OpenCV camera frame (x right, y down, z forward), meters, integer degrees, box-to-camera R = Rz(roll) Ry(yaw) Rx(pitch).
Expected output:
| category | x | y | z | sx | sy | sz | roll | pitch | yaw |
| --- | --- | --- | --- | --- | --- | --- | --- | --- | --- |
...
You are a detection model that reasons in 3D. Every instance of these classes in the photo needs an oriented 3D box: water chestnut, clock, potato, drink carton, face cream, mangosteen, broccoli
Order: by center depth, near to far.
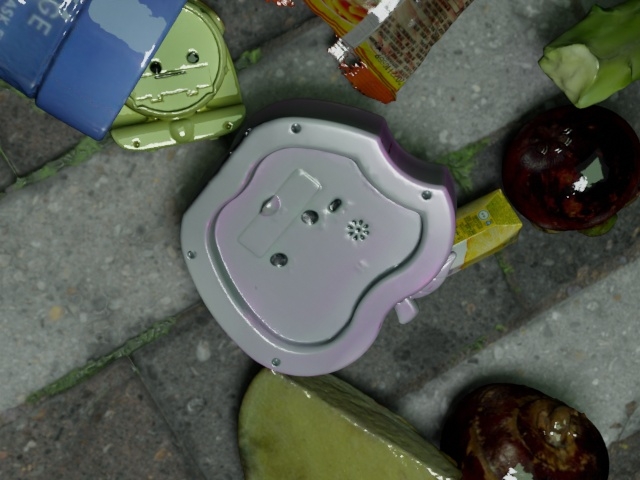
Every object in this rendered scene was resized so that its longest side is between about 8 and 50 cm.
| category | x | y | z | sx | sy | sz | roll | pitch | yaw |
| --- | --- | --- | --- | --- | --- | --- | --- | --- | --- |
| face cream | -0.262 | -0.262 | 1.099 | 0.225 | 0.249 | 0.249 | 30 | 92 | -13 |
| clock | -0.191 | -0.230 | 1.280 | 0.170 | 0.069 | 0.232 | -13 | 102 | -10 |
| clock | 0.000 | 0.000 | 1.292 | 0.338 | 0.102 | 0.339 | 2 | 110 | 5 |
| broccoli | 0.471 | -0.333 | 1.332 | 0.396 | 0.275 | 0.353 | 2 | 71 | -5 |
| potato | 0.013 | 0.254 | 1.377 | 0.269 | 0.112 | 0.255 | -33 | 93 | 19 |
| mangosteen | 0.334 | -0.082 | 1.381 | 0.199 | 0.200 | 0.200 | -2 | 100 | -12 |
| drink carton | 0.162 | 0.010 | 1.393 | 0.200 | 0.084 | 0.075 | -25 | 73 | -8 |
| water chestnut | 0.260 | 0.307 | 1.412 | 0.223 | 0.238 | 0.224 | 10 | 61 | -19 |

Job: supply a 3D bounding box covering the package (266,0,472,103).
| category | x | y | z | sx | sy | sz | roll | pitch | yaw |
| --- | --- | --- | --- | --- | --- | --- | --- | --- | --- |
| package | 0.097 | -0.337 | 1.309 | 0.223 | 0.108 | 0.288 | 41 | 92 | -14 |
